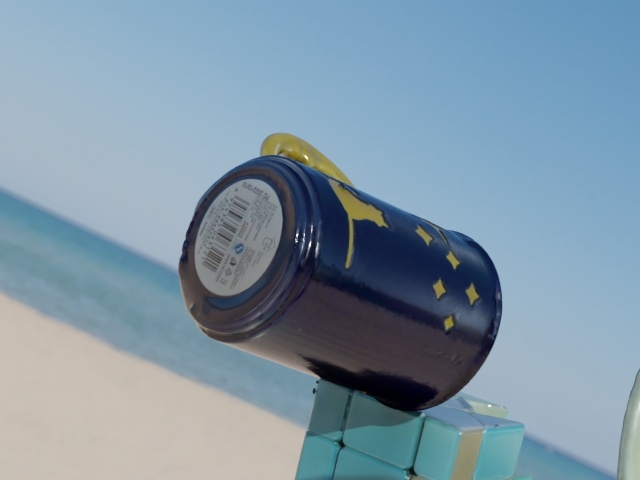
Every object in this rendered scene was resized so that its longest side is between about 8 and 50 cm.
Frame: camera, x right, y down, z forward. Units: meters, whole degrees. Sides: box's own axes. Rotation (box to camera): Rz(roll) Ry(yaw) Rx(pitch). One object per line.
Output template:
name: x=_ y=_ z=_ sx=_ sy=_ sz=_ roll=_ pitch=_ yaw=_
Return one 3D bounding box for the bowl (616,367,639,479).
bowl: x=0.314 y=0.116 z=0.650 sx=0.163 sy=0.307 sz=0.307 roll=33 pitch=-8 yaw=-40

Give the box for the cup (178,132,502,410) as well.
cup: x=-0.008 y=0.021 z=1.223 sx=0.256 sy=0.178 sz=0.255 roll=24 pitch=8 yaw=-43

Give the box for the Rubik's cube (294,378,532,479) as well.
Rubik's cube: x=0.078 y=0.256 z=1.386 sx=0.265 sy=0.213 sz=0.224 roll=18 pitch=7 yaw=37
